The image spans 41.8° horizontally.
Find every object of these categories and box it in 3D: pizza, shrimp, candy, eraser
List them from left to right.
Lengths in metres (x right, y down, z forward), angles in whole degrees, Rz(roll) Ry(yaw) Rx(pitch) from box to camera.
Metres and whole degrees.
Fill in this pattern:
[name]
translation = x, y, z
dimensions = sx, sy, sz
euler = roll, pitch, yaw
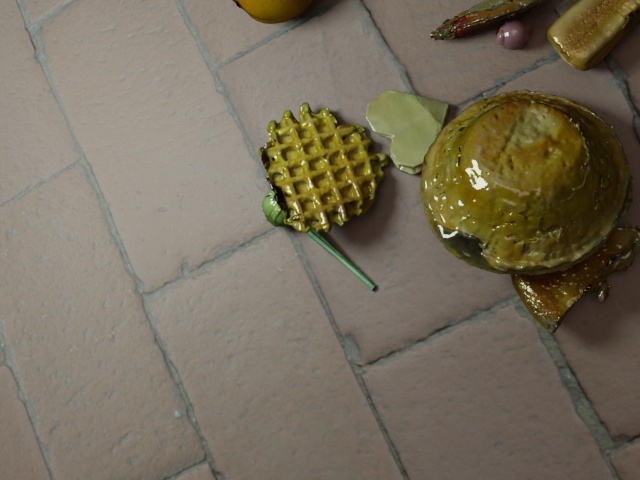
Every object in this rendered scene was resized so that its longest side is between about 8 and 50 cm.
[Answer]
[candy]
translation = 0.000, 0.000, 1.924
dimensions = 0.335, 0.092, 0.093
euler = 43, 57, 9
[shrimp]
translation = 0.380, -0.504, 1.864
dimensions = 0.294, 0.154, 0.062
euler = -21, 107, 21
[eraser]
translation = 0.568, -0.530, 1.872
dimensions = 0.083, 0.019, 0.038
euler = -36, 74, 7
[pizza]
translation = 0.546, 0.050, 1.770
dimensions = 0.297, 0.071, 0.189
euler = -42, 57, 1

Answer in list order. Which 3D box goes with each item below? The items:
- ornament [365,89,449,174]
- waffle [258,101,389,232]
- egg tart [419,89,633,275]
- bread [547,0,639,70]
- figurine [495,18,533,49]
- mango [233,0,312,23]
[ornament]
translation = 0.215, -0.267, 1.910
dimensions = 0.180, 0.059, 0.201
euler = -32, 74, 1
[waffle]
translation = -0.009, -0.168, 1.906
dimensions = 0.311, 0.060, 0.307
euler = 36, 68, 15
[egg tart]
translation = 0.422, -0.142, 1.731
dimensions = 0.442, 0.178, 0.443
euler = -5, 65, 11
[bread]
translation = 0.630, -0.503, 1.814
dimensions = 0.305, 0.091, 0.142
euler = -45, 68, 5
[figurine]
translation = 0.434, -0.460, 1.869
dimensions = 0.083, 0.071, 0.067
euler = -19, 95, 14
[mango]
translation = -0.096, -0.692, 1.970
dimensions = 0.263, 0.221, 0.378
euler = 20, 77, 21
